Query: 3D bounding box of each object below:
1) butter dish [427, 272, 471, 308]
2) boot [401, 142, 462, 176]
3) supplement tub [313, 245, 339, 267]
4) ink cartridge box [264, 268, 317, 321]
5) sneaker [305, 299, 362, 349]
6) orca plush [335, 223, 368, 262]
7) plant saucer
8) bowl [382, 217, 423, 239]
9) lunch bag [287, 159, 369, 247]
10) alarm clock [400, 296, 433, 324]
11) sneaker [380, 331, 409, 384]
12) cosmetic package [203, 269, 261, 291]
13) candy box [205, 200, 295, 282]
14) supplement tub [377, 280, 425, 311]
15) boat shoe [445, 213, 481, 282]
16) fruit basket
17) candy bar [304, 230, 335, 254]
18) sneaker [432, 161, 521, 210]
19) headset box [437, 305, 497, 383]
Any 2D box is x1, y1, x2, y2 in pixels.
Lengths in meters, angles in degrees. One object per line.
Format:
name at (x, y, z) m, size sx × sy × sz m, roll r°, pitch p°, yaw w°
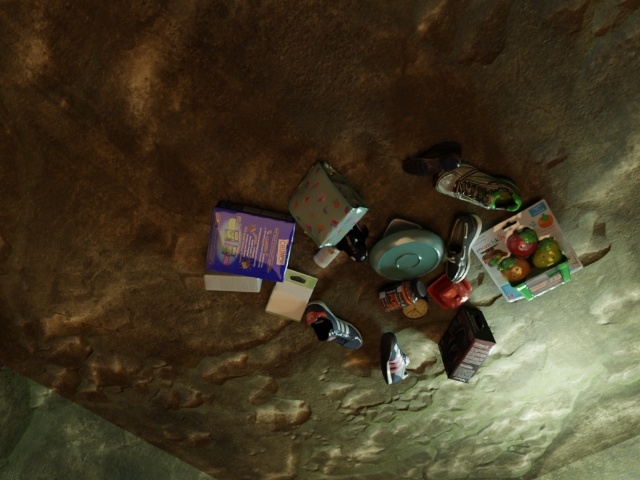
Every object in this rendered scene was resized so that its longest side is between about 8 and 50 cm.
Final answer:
butter dish at (0.575, 0.229, 1.829) m, size 0.160 × 0.118 × 0.160 m, roll -42°, pitch 112°, yaw 9°
boot at (0.414, -0.298, 1.559) m, size 0.219 × 0.106 × 0.082 m, roll 0°, pitch 130°, yaw 35°
supplement tub at (0.029, 0.054, 1.772) m, size 0.071 × 0.071 × 0.107 m, roll 33°, pitch 116°, yaw -18°
ink cartridge box at (-0.132, 0.236, 1.895) m, size 0.171 × 0.056 × 0.235 m, roll 19°, pitch 107°, yaw -11°
sneaker at (0.059, 0.427, 1.951) m, size 0.350 × 0.148 × 0.131 m, roll 39°, pitch 114°, yaw -20°
orca plush at (0.135, -0.034, 1.680) m, size 0.151 × 0.102 × 0.288 m, roll -10°, pitch 107°, yaw -14°
plant saucer at (0.357, 0.075, 1.738) m, size 0.317 × 0.044 × 0.318 m, roll -3°, pitch 138°, yaw -2°
bowl at (0.329, -0.027, 1.728) m, size 0.142 × 0.053 × 0.142 m, roll 16°, pitch 120°, yaw -10°
lunch bag at (0.014, -0.139, 1.594) m, size 0.262 × 0.160 × 0.223 m, roll 51°, pitch 119°, yaw 21°
alarm clock at (0.418, 0.311, 1.923) m, size 0.129 × 0.064 × 0.192 m, roll 17°, pitch 117°, yaw -9°
sneaker at (0.368, 0.560, 2.066) m, size 0.131 × 0.112 × 0.319 m, roll -12°, pitch 125°, yaw -11°
cosmetic package at (-0.368, 0.152, 1.813) m, size 0.230 × 0.117 × 0.086 m, roll 2°, pitch 120°, yaw 1°
candy box at (-0.276, 0.006, 1.698) m, size 0.316 × 0.122 × 0.268 m, roll 12°, pitch 109°, yaw -5°
supplement tub at (0.350, 0.235, 1.828) m, size 0.197 × 0.106 × 0.106 m, roll -27°, pitch 118°, yaw 35°
boat shoe at (0.553, 0.035, 1.720) m, size 0.091 × 0.114 × 0.303 m, roll -2°, pitch 113°, yaw -25°
fruit basket at (0.830, 0.060, 1.709) m, size 0.327 × 0.165 × 0.353 m, roll -32°, pitch 112°, yaw 19°
candy bar at (0.000, 0.000, 1.728) m, size 0.161 × 0.018 × 0.040 m, roll 41°, pitch 117°, yaw 19°
sneaker at (0.584, -0.195, 1.567) m, size 0.343 × 0.146 × 0.134 m, roll 9°, pitch 121°, yaw -4°
headset box at (0.661, 0.458, 1.918) m, size 0.110 × 0.218 × 0.293 m, roll 15°, pitch 121°, yaw -8°
